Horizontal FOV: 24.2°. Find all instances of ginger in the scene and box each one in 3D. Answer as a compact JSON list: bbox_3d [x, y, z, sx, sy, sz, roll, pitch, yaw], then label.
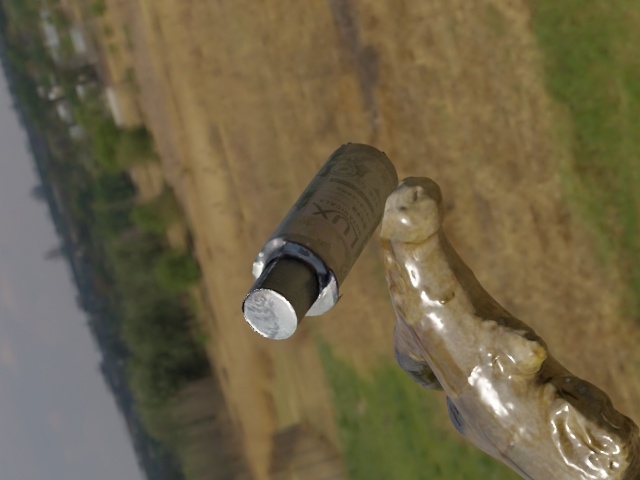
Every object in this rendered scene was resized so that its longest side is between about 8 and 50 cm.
[{"bbox_3d":[0.135,0.113,1.017,0.333,0.080,0.166,44,149,-2],"label":"ginger"}]

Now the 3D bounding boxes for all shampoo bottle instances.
[{"bbox_3d":[0.000,0.000,1.134,0.214,0.072,0.072,-56,-40,-53],"label":"shampoo bottle"}]
